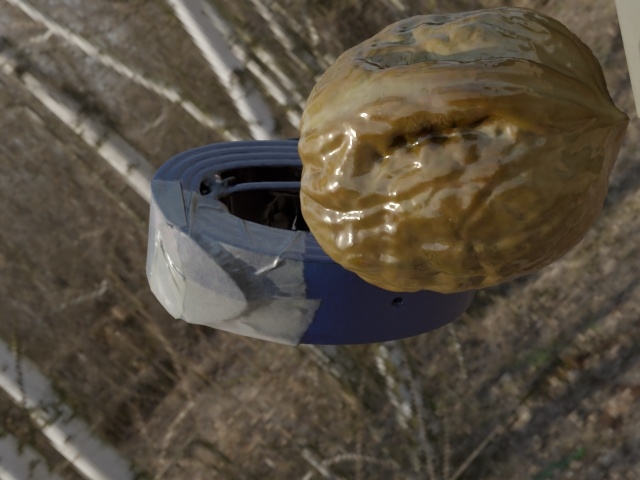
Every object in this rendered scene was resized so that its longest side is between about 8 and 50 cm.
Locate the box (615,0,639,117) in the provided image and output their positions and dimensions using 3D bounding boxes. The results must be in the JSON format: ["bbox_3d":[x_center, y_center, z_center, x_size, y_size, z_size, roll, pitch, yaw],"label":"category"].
[{"bbox_3d":[0.256,-0.146,0.564,0.051,0.204,0.365,-20,16,-15],"label":"box"}]

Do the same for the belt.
[{"bbox_3d":[0.000,0.000,1.181,0.212,0.347,0.117,-100,16,-50],"label":"belt"}]

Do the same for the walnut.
[{"bbox_3d":[0.077,-0.049,0.641,0.184,0.155,0.155,-10,24,23],"label":"walnut"}]
